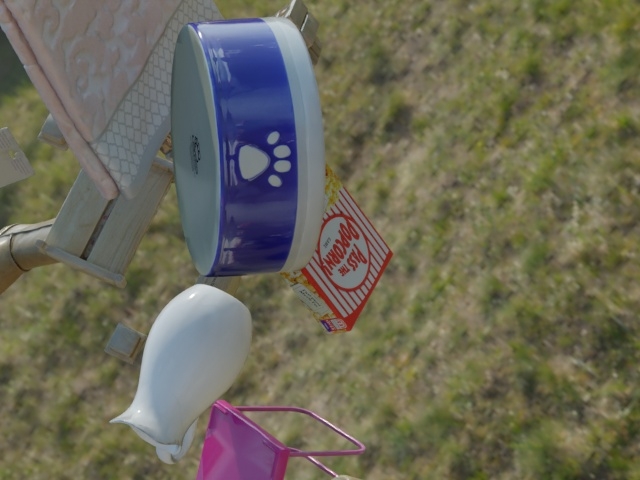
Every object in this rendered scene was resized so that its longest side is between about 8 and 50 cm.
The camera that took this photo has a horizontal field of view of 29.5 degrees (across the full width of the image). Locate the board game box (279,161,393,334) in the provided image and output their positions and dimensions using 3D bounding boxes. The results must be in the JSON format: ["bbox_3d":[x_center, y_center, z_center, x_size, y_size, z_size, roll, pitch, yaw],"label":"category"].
[{"bbox_3d":[0.000,0.000,1.539,0.045,0.193,0.147,-14,34,41],"label":"board game box"}]

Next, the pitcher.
[{"bbox_3d":[-0.166,0.174,1.538,0.125,0.178,0.207,21,68,17],"label":"pitcher"}]

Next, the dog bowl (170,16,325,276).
[{"bbox_3d":[-0.081,-0.095,1.252,0.265,0.104,0.265,174,90,-74],"label":"dog bowl"}]

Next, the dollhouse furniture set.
[{"bbox_3d":[-0.306,0.030,1.815,0.174,0.355,0.303,106,-171,-75],"label":"dollhouse furniture set"}]

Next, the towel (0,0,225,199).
[{"bbox_3d":[-0.223,-0.262,1.371,0.053,0.317,0.332,2,48,24],"label":"towel"}]

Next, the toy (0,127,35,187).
[{"bbox_3d":[-0.464,-0.082,1.398,0.237,0.056,0.137,-22,-17,-7],"label":"toy"}]

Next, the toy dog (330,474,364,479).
[{"bbox_3d":[0.087,0.407,1.363,0.334,0.220,0.161,-87,21,-67],"label":"toy dog"}]

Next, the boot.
[{"bbox_3d":[-0.458,0.024,1.955,0.269,0.089,0.236,-10,34,36],"label":"boot"}]

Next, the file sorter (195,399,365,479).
[{"bbox_3d":[-0.071,0.416,1.853,0.202,0.182,0.291,24,104,53],"label":"file sorter"}]

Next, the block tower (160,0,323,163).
[{"bbox_3d":[-0.142,-0.246,1.949,0.335,0.091,0.097,-34,20,25],"label":"block tower"}]
